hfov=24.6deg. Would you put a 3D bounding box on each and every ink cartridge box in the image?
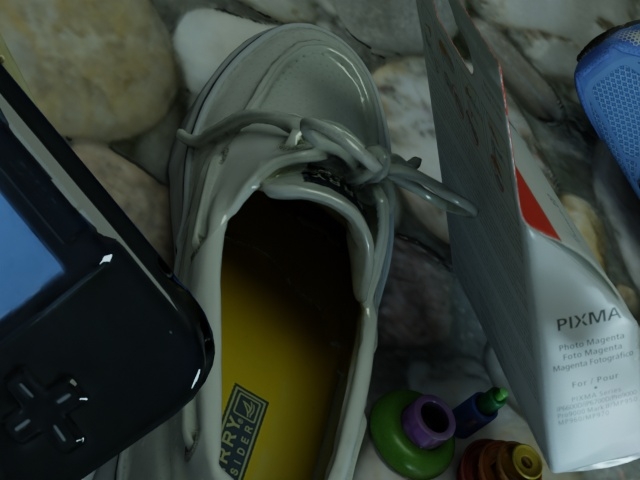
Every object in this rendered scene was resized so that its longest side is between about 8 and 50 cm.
[{"bbox_3d":[0.100,-0.029,0.725,0.066,0.232,0.189,-11,34,-5],"label":"ink cartridge box"}]

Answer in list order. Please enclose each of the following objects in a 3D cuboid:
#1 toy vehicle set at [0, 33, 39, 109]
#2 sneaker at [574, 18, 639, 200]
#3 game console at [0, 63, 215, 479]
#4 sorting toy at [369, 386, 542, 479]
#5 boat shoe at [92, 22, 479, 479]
[{"bbox_3d":[-0.248,-0.045,0.640,0.267,0.035,0.166,-13,67,-41],"label":"toy vehicle set"},{"bbox_3d":[0.277,-0.002,0.931,0.330,0.130,0.147,51,41,7],"label":"sneaker"},{"bbox_3d":[-0.226,0.023,0.472,0.293,0.250,0.173,51,21,-9],"label":"game console"},{"bbox_3d":[0.079,0.104,0.766,0.102,0.042,0.061,34,44,-11],"label":"sorting toy"},{"bbox_3d":[-0.008,-0.003,0.699,0.136,0.156,0.367,30,46,-15],"label":"boat shoe"}]
